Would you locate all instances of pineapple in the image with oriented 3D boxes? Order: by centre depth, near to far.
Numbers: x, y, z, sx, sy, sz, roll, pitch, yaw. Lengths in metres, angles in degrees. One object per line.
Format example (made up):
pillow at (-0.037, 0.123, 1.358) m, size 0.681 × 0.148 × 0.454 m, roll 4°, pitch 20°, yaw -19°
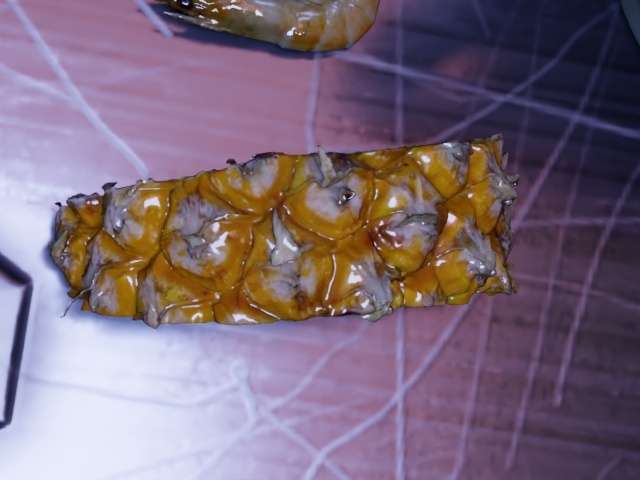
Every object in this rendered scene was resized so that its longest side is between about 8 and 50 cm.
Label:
pineapple at (0.000, -0.001, 0.870) m, size 0.233 × 0.135 × 0.079 m, roll -8°, pitch 88°, yaw -14°

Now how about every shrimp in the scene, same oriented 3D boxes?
shrimp at (-0.026, -0.131, 0.932) m, size 0.114 × 0.023 × 0.083 m, roll 2°, pitch 82°, yaw -18°

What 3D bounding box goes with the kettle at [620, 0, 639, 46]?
kettle at (0.250, -0.137, 0.815) m, size 0.319 × 0.342 × 0.247 m, roll -5°, pitch 97°, yaw -8°
